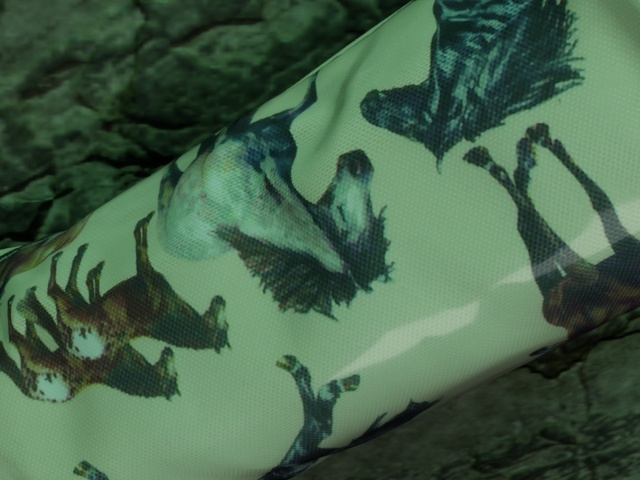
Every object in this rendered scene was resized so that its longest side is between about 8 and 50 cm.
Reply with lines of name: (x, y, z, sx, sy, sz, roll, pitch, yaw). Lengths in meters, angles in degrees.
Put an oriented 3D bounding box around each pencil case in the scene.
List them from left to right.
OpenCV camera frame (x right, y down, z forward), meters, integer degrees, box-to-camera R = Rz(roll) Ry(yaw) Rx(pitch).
pencil case: (0.000, 0.000, 0.622, 0.410, 0.183, 0.160, -30, 164, 21)
